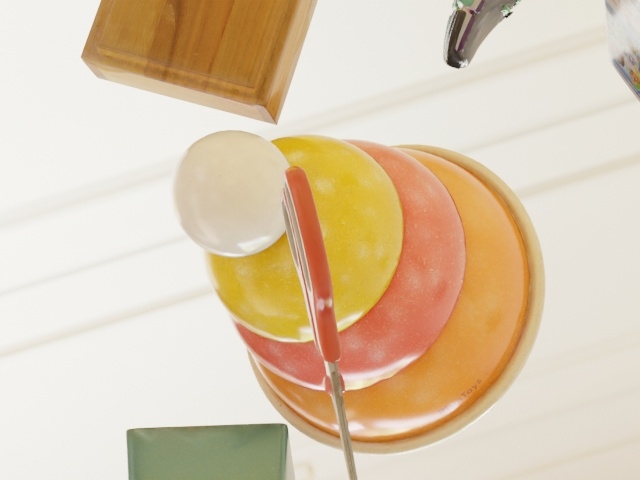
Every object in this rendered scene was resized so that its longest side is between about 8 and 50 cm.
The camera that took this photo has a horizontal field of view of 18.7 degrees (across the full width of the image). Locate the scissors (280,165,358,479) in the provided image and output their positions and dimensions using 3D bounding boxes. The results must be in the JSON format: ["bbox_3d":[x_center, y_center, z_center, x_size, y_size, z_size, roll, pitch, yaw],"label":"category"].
[{"bbox_3d":[0.007,0.092,1.446,0.109,0.021,0.297,173,-95,-81],"label":"scissors"}]

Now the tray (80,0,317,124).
[{"bbox_3d":[-0.083,-0.344,2.018,0.076,0.202,0.411,52,55,-74],"label":"tray"}]

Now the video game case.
[{"bbox_3d":[0.257,-0.173,1.609,0.087,0.011,0.122,-117,-169,-46],"label":"video game case"}]

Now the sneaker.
[{"bbox_3d":[0.191,-0.256,1.827,0.083,0.098,0.224,-88,-161,-78],"label":"sneaker"}]

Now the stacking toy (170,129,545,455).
[{"bbox_3d":[0.000,0.000,1.940,0.480,0.350,0.351,39,31,-60],"label":"stacking toy"}]

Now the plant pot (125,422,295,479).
[{"bbox_3d":[-0.109,0.328,1.988,0.165,0.165,0.234,85,3,-62],"label":"plant pot"}]
